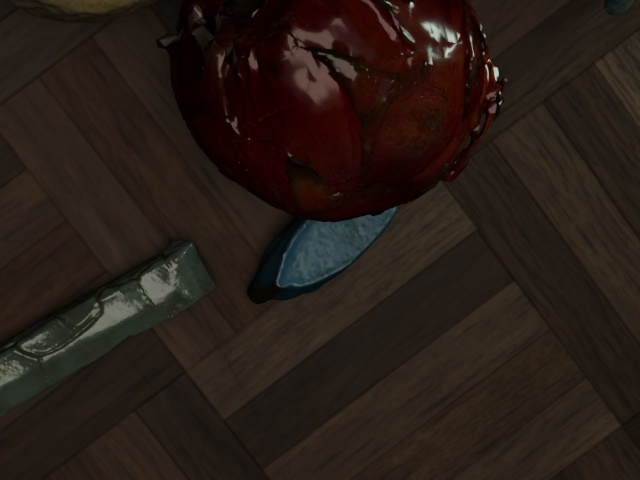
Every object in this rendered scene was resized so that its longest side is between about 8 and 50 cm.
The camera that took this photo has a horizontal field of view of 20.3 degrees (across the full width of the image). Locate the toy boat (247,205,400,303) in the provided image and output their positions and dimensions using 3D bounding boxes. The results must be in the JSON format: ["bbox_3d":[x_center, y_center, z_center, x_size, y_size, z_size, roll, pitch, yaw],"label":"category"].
[{"bbox_3d":[0.000,0.000,1.830,0.185,0.077,0.075,-45,98,-8],"label":"toy boat"}]

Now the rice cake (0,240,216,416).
[{"bbox_3d":[-0.263,0.107,1.814,0.336,0.063,0.066,-32,107,-2],"label":"rice cake"}]

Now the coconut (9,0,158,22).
[{"bbox_3d":[-0.220,-0.370,1.660,0.328,0.329,0.329,-1,97,-5],"label":"coconut"}]

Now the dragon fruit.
[{"bbox_3d":[0.009,-0.163,1.674,0.295,0.295,0.301,-47,138,1],"label":"dragon fruit"}]

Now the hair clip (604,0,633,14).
[{"bbox_3d":[0.234,-0.394,1.643,0.318,0.238,0.392,35,131,2],"label":"hair clip"}]
